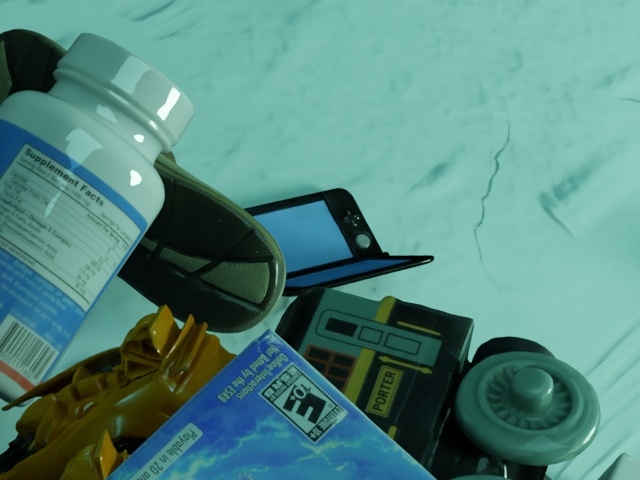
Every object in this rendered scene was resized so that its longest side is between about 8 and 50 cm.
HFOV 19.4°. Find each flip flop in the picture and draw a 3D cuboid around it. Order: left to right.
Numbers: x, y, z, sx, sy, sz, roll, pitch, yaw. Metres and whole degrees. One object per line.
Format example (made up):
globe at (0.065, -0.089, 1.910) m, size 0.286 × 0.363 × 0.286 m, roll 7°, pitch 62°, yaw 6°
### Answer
flip flop at (-0.135, -0.038, 1.296) m, size 0.277 × 0.112 × 0.080 m, roll 36°, pitch 11°, yaw 10°

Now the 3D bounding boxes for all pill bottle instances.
pill bottle at (-0.177, -0.017, 1.186) m, size 0.124 × 0.124 × 0.221 m, roll 33°, pitch 78°, yaw 2°

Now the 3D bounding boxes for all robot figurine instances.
robot figurine at (-0.174, 0.153, 1.022) m, size 0.085 × 0.291 × 0.211 m, roll 47°, pitch 33°, yaw -20°

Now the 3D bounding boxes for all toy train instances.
toy train at (0.026, 0.165, 0.963) m, size 0.190 × 0.142 × 0.334 m, roll 15°, pitch 45°, yaw 10°

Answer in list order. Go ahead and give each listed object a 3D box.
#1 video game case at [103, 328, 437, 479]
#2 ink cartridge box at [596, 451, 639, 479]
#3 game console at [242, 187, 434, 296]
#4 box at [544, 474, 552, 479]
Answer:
video game case at (-0.023, 0.206, 0.771) m, size 0.244 × 0.061 × 0.269 m, roll 42°, pitch 59°, yaw 8°
ink cartridge box at (0.242, 0.310, 1.227) m, size 0.239 × 0.060 × 0.275 m, roll 32°, pitch 51°, yaw 3°
game console at (0.000, 0.000, 1.335) m, size 0.122 × 0.071 × 0.107 m, roll -13°, pitch 63°, yaw -30°
box at (0.112, 0.310, 1.015) m, size 0.395 × 0.097 × 0.318 m, roll 43°, pitch 49°, yaw 17°
